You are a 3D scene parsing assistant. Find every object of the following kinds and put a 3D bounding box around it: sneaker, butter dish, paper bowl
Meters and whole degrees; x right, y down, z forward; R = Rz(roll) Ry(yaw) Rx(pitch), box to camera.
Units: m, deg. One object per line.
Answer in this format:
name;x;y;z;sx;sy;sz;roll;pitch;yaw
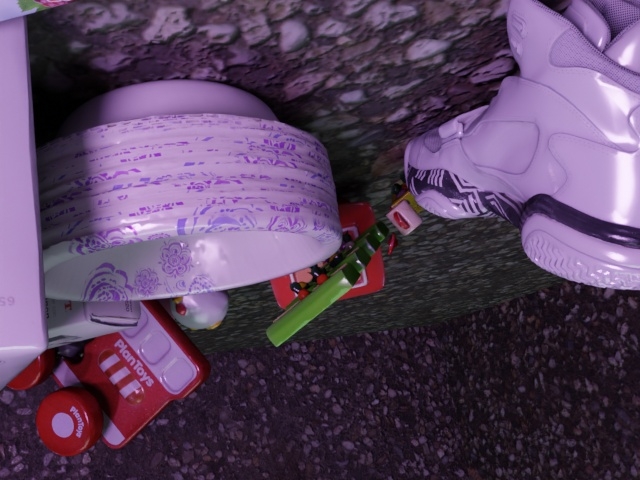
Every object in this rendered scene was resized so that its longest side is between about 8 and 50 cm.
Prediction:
sneaker;0.192;-0.111;0.619;0.137;0.210;0.366;-5;-160;-18
butter dish;0.000;0.000;0.977;0.160;0.118;0.159;-12;126;2
paper bowl;-0.129;-0.041;0.627;0.284;0.148;0.284;-10;166;-2

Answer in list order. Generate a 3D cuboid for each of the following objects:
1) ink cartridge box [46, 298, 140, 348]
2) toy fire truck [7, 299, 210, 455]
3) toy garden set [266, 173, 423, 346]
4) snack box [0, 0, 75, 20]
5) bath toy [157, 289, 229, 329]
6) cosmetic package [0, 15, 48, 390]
ink cartridge box;-0.331;0.045;0.809;0.218;0.158;0.092;-15;165;18
toy fire truck;-0.341;0.165;1.076;0.254;0.302;0.169;-43;170;14
toy garden set;0.041;0.002;0.784;0.204;0.049;0.244;-40;-178;19
snack box;-0.187;-0.159;0.334;0.100;0.037;0.141;-10;167;8
bath toy;-0.331;0.121;1.223;0.348;0.129;0.151;-14;-150;23
cosmetic package;-0.348;0.020;0.555;0.162;0.230;0.453;-1;163;-32
